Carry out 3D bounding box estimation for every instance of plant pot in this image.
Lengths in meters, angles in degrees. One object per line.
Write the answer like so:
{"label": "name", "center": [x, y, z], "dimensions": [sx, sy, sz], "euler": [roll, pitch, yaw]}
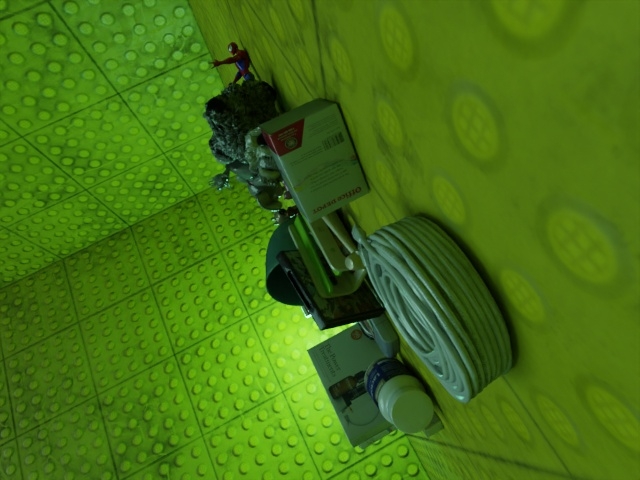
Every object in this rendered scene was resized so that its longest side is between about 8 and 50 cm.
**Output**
{"label": "plant pot", "center": [-0.064, 0.056, 1.506], "dimensions": [0.293, 0.293, 0.235], "euler": [69, -175, -47]}

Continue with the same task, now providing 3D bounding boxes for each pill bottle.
{"label": "pill bottle", "center": [0.237, 0.469, 1.277], "dimensions": [0.153, 0.153, 0.265], "euler": [63, 174, -5]}

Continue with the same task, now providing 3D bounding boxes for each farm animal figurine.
{"label": "farm animal figurine", "center": [-0.143, -0.125, 1.839], "dimensions": [0.330, 0.172, 0.326], "euler": [58, 173, 38]}

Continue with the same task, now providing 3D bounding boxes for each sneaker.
{"label": "sneaker", "center": [0.150, 0.282, 1.557], "dimensions": [0.216, 0.079, 0.121], "euler": [57, 171, 35]}

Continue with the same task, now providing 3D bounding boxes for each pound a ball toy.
{"label": "pound a ball toy", "center": [0.045, -0.001, 1.113], "dimensions": [0.319, 0.136, 0.208], "euler": [62, 145, 35]}

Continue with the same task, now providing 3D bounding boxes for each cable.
{"label": "cable", "center": [0.155, 0.090, 0.585], "dimensions": [0.257, 0.089, 0.257], "euler": [64, 174, -18]}

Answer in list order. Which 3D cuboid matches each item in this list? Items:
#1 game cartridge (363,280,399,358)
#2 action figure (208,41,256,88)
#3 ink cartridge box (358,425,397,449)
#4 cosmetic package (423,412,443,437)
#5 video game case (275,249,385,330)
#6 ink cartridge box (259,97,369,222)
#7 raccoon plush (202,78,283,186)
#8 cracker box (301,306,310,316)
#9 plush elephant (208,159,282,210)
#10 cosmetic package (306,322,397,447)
{"label": "game cartridge", "center": [0.162, 0.230, 1.368], "dimensions": [0.294, 0.060, 0.196], "euler": [59, 169, 34]}
{"label": "action figure", "center": [-0.256, -0.499, 1.345], "dimensions": [0.091, 0.139, 0.280], "euler": [168, 77, -83]}
{"label": "ink cartridge box", "center": [0.244, 0.730, 1.796], "dimensions": [0.117, 0.278, 0.201], "euler": [64, 174, -16]}
{"label": "cosmetic package", "center": [0.328, 0.549, 1.307], "dimensions": [0.041, 0.060, 0.115], "euler": [66, 172, -28]}
{"label": "video game case", "center": [0.034, 0.128, 1.197], "dimensions": [0.275, 0.035, 0.248], "euler": [1, -132, -49]}
{"label": "ink cartridge box", "center": [-0.013, -0.149, 0.766], "dimensions": [0.176, 0.128, 0.127], "euler": [66, 174, -26]}
{"label": "raccoon plush", "center": [-0.173, -0.253, 1.224], "dimensions": [0.299, 0.216, 0.446], "euler": [59, 166, 5]}
{"label": "cracker box", "center": [-0.004, 0.267, 2.105], "dimensions": [0.155, 0.232, 0.067], "euler": [61, 174, 16]}
{"label": "plush elephant", "center": [-0.212, -0.256, 1.528], "dimensions": [0.272, 0.330, 0.255], "euler": [51, -172, 29]}
{"label": "cosmetic package", "center": [0.153, 0.503, 1.530], "dimensions": [0.377, 0.285, 0.097], "euler": [57, 171, 41]}
